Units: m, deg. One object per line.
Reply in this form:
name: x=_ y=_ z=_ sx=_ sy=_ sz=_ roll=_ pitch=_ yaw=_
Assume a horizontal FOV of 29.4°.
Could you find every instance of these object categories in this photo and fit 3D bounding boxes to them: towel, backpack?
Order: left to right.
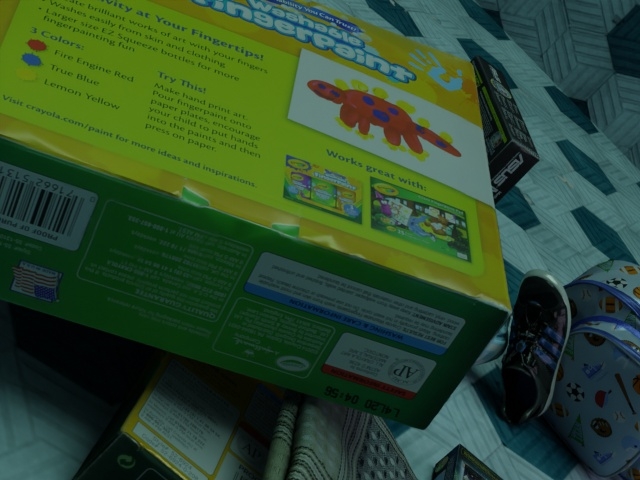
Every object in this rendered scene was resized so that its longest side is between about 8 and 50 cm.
towel: x=0.047 y=0.271 z=1.004 sx=0.312 sy=0.056 sz=0.324 roll=63 pitch=21 yaw=-23
backpack: x=0.403 y=0.170 z=1.649 sx=0.213 sy=0.276 sz=0.263 roll=-13 pitch=56 yaw=-46

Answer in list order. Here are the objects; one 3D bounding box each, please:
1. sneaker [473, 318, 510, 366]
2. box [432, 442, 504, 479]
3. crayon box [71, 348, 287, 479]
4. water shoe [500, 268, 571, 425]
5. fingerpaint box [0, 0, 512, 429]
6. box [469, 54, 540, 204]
sneaker: x=0.184 y=0.103 z=1.543 sx=0.150 sy=0.135 sz=0.366 roll=44 pitch=29 yaw=-7
box: x=0.213 y=0.342 z=1.302 sx=0.233 sy=0.044 sz=0.159 roll=40 pitch=25 yaw=-6
crayon box: x=-0.071 y=0.172 z=1.101 sx=0.203 sy=0.083 sz=0.323 roll=41 pitch=25 yaw=-7
water shoe: x=0.271 y=0.140 z=1.555 sx=0.073 sy=0.203 sz=0.080 roll=9 pitch=17 yaw=28
fingerpaint box: x=-0.084 y=-0.075 z=1.052 sx=0.444 sy=0.163 sz=0.371 roll=19 pitch=37 yaw=-14
box: x=0.213 y=-0.133 z=1.862 sx=0.060 sy=0.216 sz=0.270 roll=32 pitch=26 yaw=-25
